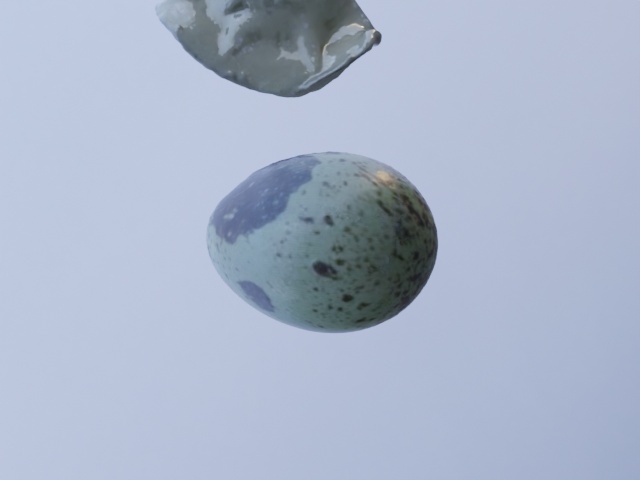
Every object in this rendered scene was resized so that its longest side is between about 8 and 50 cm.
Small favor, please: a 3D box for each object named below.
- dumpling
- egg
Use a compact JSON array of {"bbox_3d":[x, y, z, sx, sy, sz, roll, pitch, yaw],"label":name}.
[{"bbox_3d":[-0.055,-0.167,1.274,0.134,0.169,0.100,-34,-3,-28],"label":"dumpling"},{"bbox_3d":[0.000,0.000,0.839,0.085,0.110,0.085,10,-90,-73],"label":"egg"}]
